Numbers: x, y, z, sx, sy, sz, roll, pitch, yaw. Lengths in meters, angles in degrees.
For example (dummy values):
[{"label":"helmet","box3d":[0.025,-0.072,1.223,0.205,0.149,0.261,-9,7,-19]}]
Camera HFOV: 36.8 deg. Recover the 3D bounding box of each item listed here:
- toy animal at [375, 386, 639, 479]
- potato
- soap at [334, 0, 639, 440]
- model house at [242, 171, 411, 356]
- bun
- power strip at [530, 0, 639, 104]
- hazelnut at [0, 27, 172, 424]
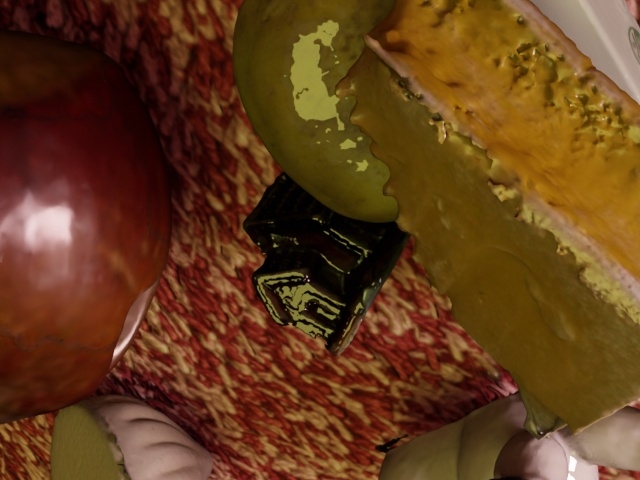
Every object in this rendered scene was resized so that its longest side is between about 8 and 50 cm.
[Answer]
[{"label":"toy animal","box3d":[0.175,0.236,0.964,0.154,0.208,0.325,67,155,18]},{"label":"potato","box3d":[0.031,-0.136,0.798,0.228,0.148,0.197,41,117,-17]},{"label":"soap","box3d":[0.136,-0.020,0.768,0.339,0.169,0.304,46,154,9]},{"label":"model house","box3d":[-0.003,0.005,0.930,0.152,0.165,0.106,28,147,6]},{"label":"bun","box3d":[-0.226,0.317,1.248,0.263,0.175,0.263,12,105,51]},{"label":"power strip","box3d":[0.201,-0.163,0.740,0.062,0.091,0.385,-22,112,36]},{"label":"hazelnut","box3d":[-0.357,-0.026,0.894,0.429,0.402,0.402,8,127,7]}]
